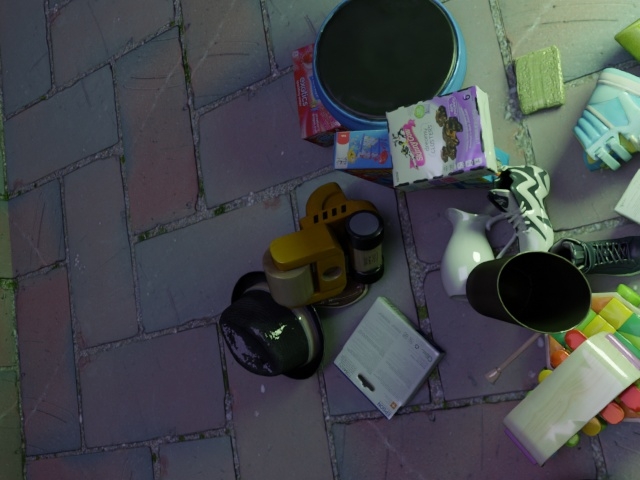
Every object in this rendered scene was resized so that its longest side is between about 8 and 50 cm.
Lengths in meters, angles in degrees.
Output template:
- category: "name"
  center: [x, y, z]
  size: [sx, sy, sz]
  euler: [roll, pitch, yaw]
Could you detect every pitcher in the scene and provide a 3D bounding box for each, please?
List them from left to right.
- category: "pitcher"
  center: [0.369, 0.034, 1.601]
  size: [0.178, 0.125, 0.207]
  euler: [0, 73, 18]

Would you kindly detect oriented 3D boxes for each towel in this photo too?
- category: "towel"
  center: [0.508, -0.371, 1.599]
  size: [0.110, 0.027, 0.148]
  euler: [-11, 78, 31]

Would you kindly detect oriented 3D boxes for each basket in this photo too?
- category: "basket"
  center: [0.407, 0.104, 1.429]
  size: [0.205, 0.227, 0.154]
  euler: [19, 84, -10]

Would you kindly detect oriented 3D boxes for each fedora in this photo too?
- category: "fedora"
  center: [-0.151, 0.247, 1.832]
  size: [0.334, 0.153, 0.333]
  euler: [16, 117, 33]

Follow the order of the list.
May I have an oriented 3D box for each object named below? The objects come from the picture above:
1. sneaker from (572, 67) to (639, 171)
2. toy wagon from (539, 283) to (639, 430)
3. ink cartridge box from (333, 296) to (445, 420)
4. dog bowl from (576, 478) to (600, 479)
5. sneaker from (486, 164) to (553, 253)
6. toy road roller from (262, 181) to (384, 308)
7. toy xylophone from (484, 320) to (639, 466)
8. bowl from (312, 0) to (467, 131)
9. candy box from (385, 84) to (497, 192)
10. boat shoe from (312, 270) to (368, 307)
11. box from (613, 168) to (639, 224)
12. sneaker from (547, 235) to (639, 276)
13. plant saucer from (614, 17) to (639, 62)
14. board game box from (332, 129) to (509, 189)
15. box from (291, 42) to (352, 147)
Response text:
- category: "sneaker"
  center: [0.670, -0.204, 1.420]
  size: [0.319, 0.127, 0.208]
  euler: [40, 105, 40]
- category: "toy wagon"
  center: [0.583, 0.220, 1.462]
  size: [0.344, 0.068, 0.267]
  euler: [45, 109, 28]
- category: "ink cartridge box"
  center: [0.168, 0.295, 1.737]
  size: [0.223, 0.045, 0.224]
  euler: [43, 109, 29]
- category: "dog bowl"
  center: [0.509, 0.670, 1.340]
  size: [0.408, 0.150, 0.407]
  euler: [-23, 54, 37]
- category: "sneaker"
  center: [0.428, -0.061, 1.522]
  size: [0.094, 0.153, 0.234]
  euler: [-8, 73, 63]
- category: "toy road roller"
  center: [0.000, 0.000, 1.742]
  size: [0.330, 0.202, 0.240]
  euler: [-20, 53, -10]
- category: "toy xylophone"
  center: [0.492, 0.306, 1.422]
  size: [0.323, 0.081, 0.236]
  euler: [-43, 62, 23]
- category: "bowl"
  center: [0.166, -0.454, 1.722]
  size: [0.392, 0.077, 0.390]
  euler: [-2, 81, 12]
- category: "candy box"
  center: [0.237, -0.196, 1.369]
  size: [0.196, 0.070, 0.164]
  euler: [-11, 79, 31]
- category: "boat shoe"
  center: [0.000, 0.136, 1.833]
  size: [0.258, 0.095, 0.095]
  euler: [-13, 78, 31]
- category: "box"
  center: [0.674, -0.078, 1.414]
  size: [0.087, 0.101, 0.102]
  euler: [35, 104, 30]
- category: "sneaker"
  center: [0.581, 0.032, 1.429]
  size: [0.226, 0.163, 0.086]
  euler: [-12, 77, 30]
- category: "plant saucer"
  center: [0.739, -0.421, 1.404]
  size: [0.188, 0.045, 0.188]
  euler: [-35, 66, 2]
- category: "board game box"
  center: [0.236, -0.182, 1.591]
  size: [0.308, 0.302, 0.086]
  euler: [3, 86, 34]
- category: "box"
  center: [0.017, -0.396, 1.863]
  size: [0.128, 0.123, 0.256]
  euler: [-12, 78, 30]
